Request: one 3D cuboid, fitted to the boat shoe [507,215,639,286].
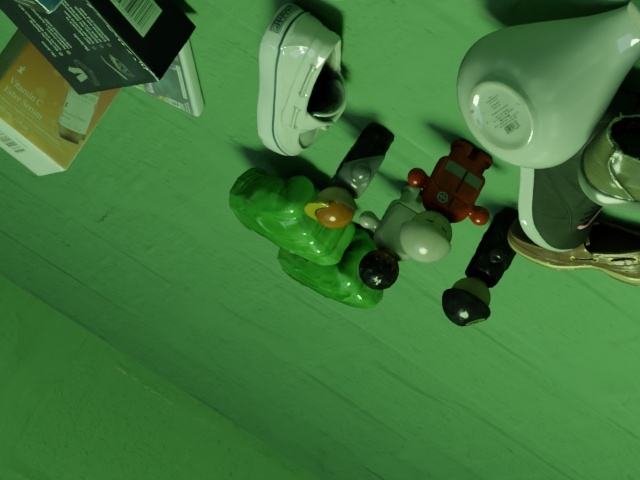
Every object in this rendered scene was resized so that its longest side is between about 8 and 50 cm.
[{"bbox_3d":[0.290,-0.002,1.809,0.178,0.064,0.060,14,151,23],"label":"boat shoe"}]

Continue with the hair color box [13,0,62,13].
[{"bbox_3d":[-0.395,-0.392,1.692,0.347,0.105,0.174,44,170,-34],"label":"hair color box"}]

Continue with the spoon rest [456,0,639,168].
[{"bbox_3d":[0.221,-0.148,1.457,0.137,0.084,0.276,56,145,-4],"label":"spoon rest"}]

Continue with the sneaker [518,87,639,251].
[{"bbox_3d":[0.281,-0.053,1.621,0.147,0.104,0.295,27,156,24],"label":"sneaker"}]

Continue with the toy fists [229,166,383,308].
[{"bbox_3d":[0.000,0.000,2.170,0.142,0.096,0.279,27,164,38],"label":"toy fists"}]

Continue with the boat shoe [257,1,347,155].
[{"bbox_3d":[-0.015,-0.156,1.803,0.084,0.095,0.258,29,162,14],"label":"boat shoe"}]

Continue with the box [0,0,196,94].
[{"bbox_3d":[-0.255,-0.255,1.862,0.158,0.093,0.156,-3,137,46],"label":"box"}]

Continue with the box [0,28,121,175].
[{"bbox_3d":[-0.327,-0.185,1.990,0.130,0.170,0.091,39,159,-23],"label":"box"}]

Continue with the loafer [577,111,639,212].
[{"bbox_3d":[0.352,-0.064,1.436,0.251,0.094,0.087,2,153,5],"label":"loafer"}]

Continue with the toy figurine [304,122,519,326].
[{"bbox_3d":[0.111,-0.015,1.891,0.210,0.148,0.213,16,156,34],"label":"toy figurine"}]

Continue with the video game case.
[{"bbox_3d":[-0.230,-0.235,2.020,0.173,0.022,0.190,25,160,13],"label":"video game case"}]
